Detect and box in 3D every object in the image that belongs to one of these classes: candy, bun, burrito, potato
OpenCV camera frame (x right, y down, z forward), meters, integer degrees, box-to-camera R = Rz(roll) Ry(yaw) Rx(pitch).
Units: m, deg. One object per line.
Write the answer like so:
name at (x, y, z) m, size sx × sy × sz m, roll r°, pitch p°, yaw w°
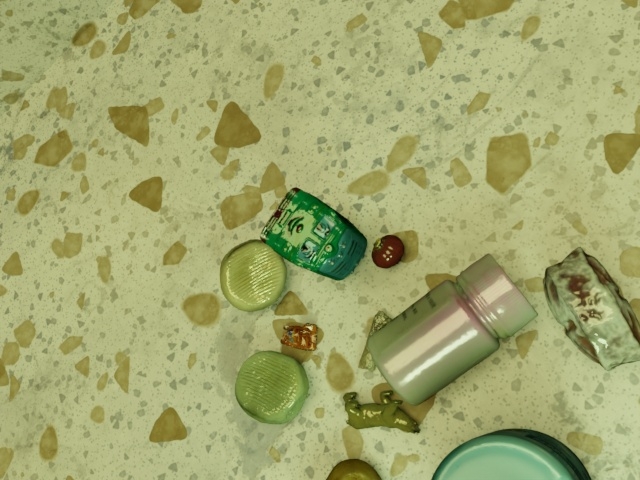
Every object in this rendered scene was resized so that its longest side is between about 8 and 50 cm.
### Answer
candy at (0.629, 0.165, 1.525) m, size 0.157 × 0.214 × 0.289 m, roll -31°, pitch 70°, yaw 16°
bun at (-0.131, 0.421, 1.867) m, size 0.221 × 0.108 × 0.221 m, roll -9°, pitch 65°, yaw 20°
bun at (-0.202, 0.109, 1.975) m, size 0.223 × 0.127 × 0.222 m, roll 2°, pitch 72°, yaw -6°
burrito at (0.151, 0.279, 1.810) m, size 0.051 × 0.042 × 0.171 m, roll 20°, pitch 87°, yaw 17°
potato at (0.080, 0.644, 1.689) m, size 0.204 × 0.178 × 0.158 m, roll -33°, pitch 49°, yaw 29°

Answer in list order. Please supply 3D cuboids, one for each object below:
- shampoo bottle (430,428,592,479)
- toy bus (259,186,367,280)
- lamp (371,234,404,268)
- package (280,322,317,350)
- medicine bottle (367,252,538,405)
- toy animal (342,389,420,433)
shampoo bottle at (0.425, 0.587, 1.438) m, size 0.332 × 0.343 × 0.330 m, roll -6°, pitch 75°, yaw 24°
toy bus at (0.000, 0.000, 1.790) m, size 0.199 × 0.343 × 0.183 m, roll 35°, pitch 93°, yaw 18°
lamp at (0.187, 0.031, 1.831) m, size 0.101 × 0.090 × 0.101 m, roll -42°, pitch 24°, yaw 23°
package at (-0.063, 0.278, 1.912) m, size 0.111 × 0.033 × 0.077 m, roll 4°, pitch 69°, yaw 20°
medicine bottle at (0.326, 0.221, 1.644) m, size 0.388 × 0.219 × 0.219 m, roll -40°, pitch 64°, yaw 11°
toy animal at (0.158, 0.461, 1.742) m, size 0.219 × 0.103 × 0.100 m, roll -8°, pitch 93°, yaw 20°
